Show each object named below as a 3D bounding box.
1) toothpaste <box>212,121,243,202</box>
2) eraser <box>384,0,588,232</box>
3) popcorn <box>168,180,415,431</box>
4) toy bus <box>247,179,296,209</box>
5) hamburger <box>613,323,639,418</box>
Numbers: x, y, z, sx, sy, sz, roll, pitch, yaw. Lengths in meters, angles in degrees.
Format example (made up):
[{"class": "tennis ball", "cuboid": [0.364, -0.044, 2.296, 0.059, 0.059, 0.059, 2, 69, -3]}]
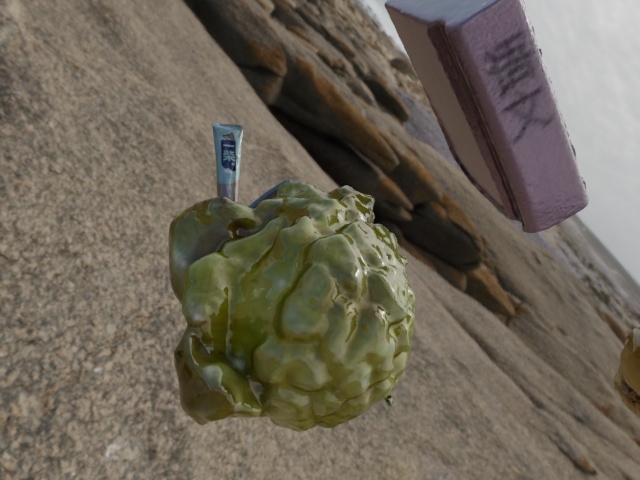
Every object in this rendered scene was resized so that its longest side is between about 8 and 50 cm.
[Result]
[{"class": "toothpaste", "cuboid": [-0.164, -0.111, 0.993, 0.056, 0.036, 0.205, 3, 76, -22]}, {"class": "eraser", "cuboid": [0.254, -0.214, 0.867, 0.359, 0.122, 0.272, 56, 4, -32]}, {"class": "popcorn", "cuboid": [-0.034, 0.060, 0.487, 0.237, 0.206, 0.251, 36, 34, 27]}, {"class": "toy bus", "cuboid": [0.000, 0.000, 0.829, 0.234, 0.116, 0.133, 13, 47, -58]}, {"class": "hamburger", "cuboid": [0.656, 0.213, 0.893, 0.284, 0.304, 0.174, 44, -23, 56]}]
